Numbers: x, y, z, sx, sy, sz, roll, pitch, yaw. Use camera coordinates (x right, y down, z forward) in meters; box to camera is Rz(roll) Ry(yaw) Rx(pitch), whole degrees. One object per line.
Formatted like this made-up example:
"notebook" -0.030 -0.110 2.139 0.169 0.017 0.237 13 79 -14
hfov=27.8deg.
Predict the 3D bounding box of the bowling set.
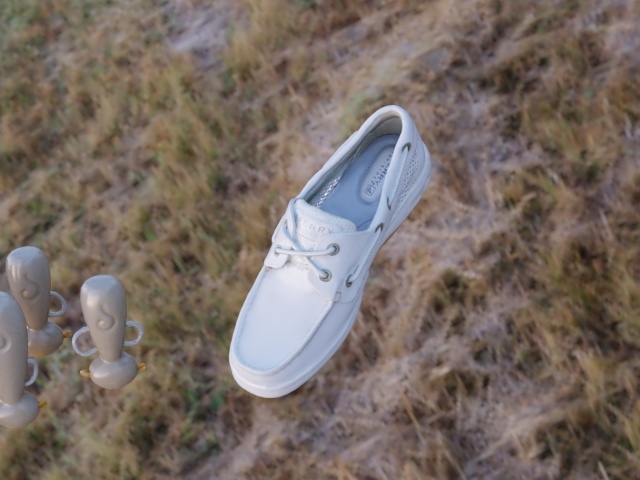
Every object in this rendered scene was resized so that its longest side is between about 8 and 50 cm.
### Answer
"bowling set" -0.331 0.092 1.339 0.287 0.154 0.200 -9 30 -9

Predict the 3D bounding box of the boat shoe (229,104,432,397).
"boat shoe" 0.000 0.000 1.099 0.098 0.096 0.277 22 69 22
